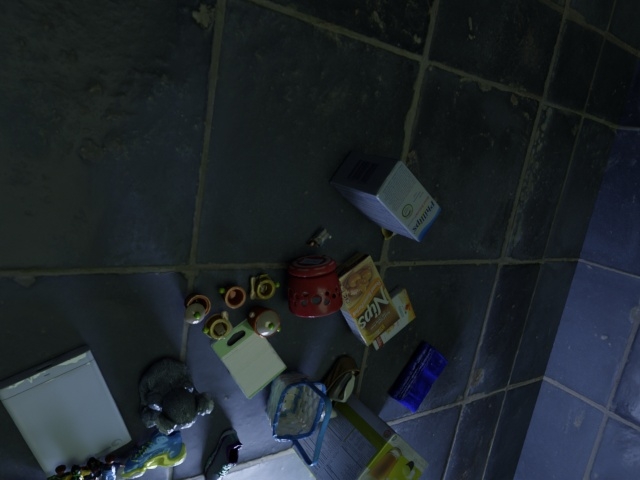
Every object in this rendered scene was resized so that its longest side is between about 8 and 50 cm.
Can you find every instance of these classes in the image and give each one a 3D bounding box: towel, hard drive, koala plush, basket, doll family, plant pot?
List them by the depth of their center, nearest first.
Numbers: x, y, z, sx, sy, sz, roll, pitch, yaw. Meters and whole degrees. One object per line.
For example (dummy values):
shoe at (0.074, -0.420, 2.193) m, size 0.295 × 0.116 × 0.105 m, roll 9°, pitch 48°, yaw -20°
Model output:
hard drive at (-0.716, 0.496, 1.295) m, size 0.233 × 0.047 × 0.352 m, roll -23°, pitch 118°, yaw -26°
doll family at (-0.673, 0.674, 1.313) m, size 0.193 × 0.076 × 0.111 m, roll -5°, pitch 113°, yaw -42°
koala plush at (-0.439, 0.487, 1.372) m, size 0.196 × 0.221 × 0.203 m, roll -15°, pitch 113°, yaw -30°
plant pot at (-0.025, 0.152, 1.568) m, size 0.191 × 0.191 × 0.174 m, roll -16°, pitch 109°, yaw -30°
basket at (-0.068, 0.610, 1.627) m, size 0.201 × 0.289 × 0.254 m, roll 9°, pitch 104°, yaw -31°
towel at (0.477, 0.654, 2.154) m, size 0.228 × 0.076 × 0.308 m, roll 42°, pitch 80°, yaw -36°

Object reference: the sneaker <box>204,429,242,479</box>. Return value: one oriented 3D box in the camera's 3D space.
sneaker at (-0.346, 0.796, 1.618) m, size 0.083 × 0.098 × 0.223 m, roll 17°, pitch 95°, yaw -37°

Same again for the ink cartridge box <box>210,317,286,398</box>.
ink cartridge box at (-0.251, 0.404, 1.583) m, size 0.171 × 0.056 × 0.235 m, roll -36°, pitch 98°, yaw -20°

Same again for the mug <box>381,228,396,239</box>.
mug at (0.281, -0.045, 1.804) m, size 0.064 × 0.078 × 0.062 m, roll -15°, pitch 81°, yaw -40°

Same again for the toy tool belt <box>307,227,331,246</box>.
toy tool belt at (0.000, 0.000, 1.619) m, size 0.083 × 0.052 × 0.051 m, roll -48°, pitch 117°, yaw -11°

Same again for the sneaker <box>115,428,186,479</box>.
sneaker at (-0.554, 0.671, 1.456) m, size 0.240 × 0.091 × 0.126 m, roll -1°, pitch 88°, yaw -34°

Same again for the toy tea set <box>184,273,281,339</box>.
toy tea set at (-0.266, 0.232, 1.457) m, size 0.336 × 0.124 × 0.199 m, roll -9°, pitch 104°, yaw -32°

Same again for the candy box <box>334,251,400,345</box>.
candy box at (0.165, 0.226, 1.758) m, size 0.183 × 0.088 × 0.316 m, roll -36°, pitch 112°, yaw -19°

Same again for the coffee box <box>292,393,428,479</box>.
coffee box at (0.160, 0.878, 1.844) m, size 0.334 × 0.338 × 0.337 m, roll -47°, pitch 125°, yaw -12°

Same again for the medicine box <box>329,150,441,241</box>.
medicine box at (0.226, -0.155, 1.588) m, size 0.289 × 0.264 × 0.149 m, roll 39°, pitch 82°, yaw -37°

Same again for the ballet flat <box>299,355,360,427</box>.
ballet flat at (0.047, 0.625, 1.816) m, size 0.342 × 0.124 × 0.116 m, roll -51°, pitch 126°, yaw -9°

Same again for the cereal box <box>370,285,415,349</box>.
cereal box at (0.286, 0.328, 1.928) m, size 0.240 × 0.047 × 0.173 m, roll -36°, pitch 121°, yaw -20°
